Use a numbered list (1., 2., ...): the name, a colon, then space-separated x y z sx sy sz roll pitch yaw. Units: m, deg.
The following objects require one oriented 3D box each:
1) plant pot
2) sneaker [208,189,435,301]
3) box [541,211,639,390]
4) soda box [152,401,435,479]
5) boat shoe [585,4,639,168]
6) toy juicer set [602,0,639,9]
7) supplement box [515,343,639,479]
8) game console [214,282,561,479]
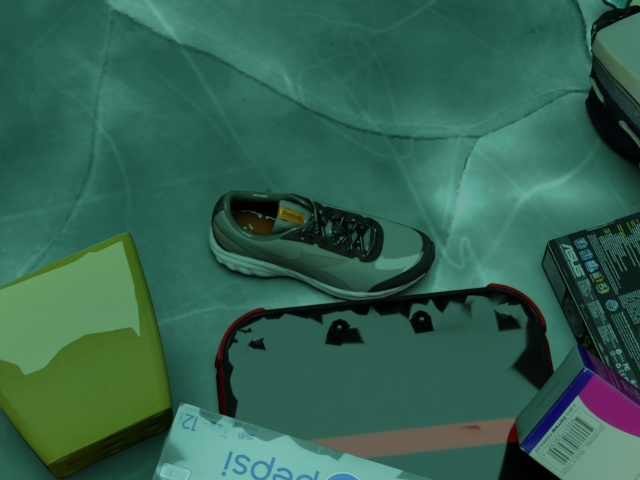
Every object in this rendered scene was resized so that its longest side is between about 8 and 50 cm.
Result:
1. plant pot: -0.265 0.141 1.552 0.212 0.212 0.187 -24 77 -12
2. sneaker: 0.000 0.000 1.668 0.271 0.108 0.100 8 61 3
3. box: 0.407 0.093 1.642 0.216 0.060 0.270 -17 64 -9
4. soda box: -0.025 0.262 1.487 0.286 0.098 0.091 16 69 6
5. boat shoe: 0.438 -0.118 1.691 0.127 0.158 0.340 -24 60 -12
6. toy juicer set: 0.478 -0.297 1.828 0.209 0.089 0.329 -29 66 -14
7. supplement box: 0.326 0.226 1.491 0.220 0.114 0.111 37 101 -1
8. game console: 0.083 0.223 1.587 0.387 0.060 0.342 -6 69 -2
